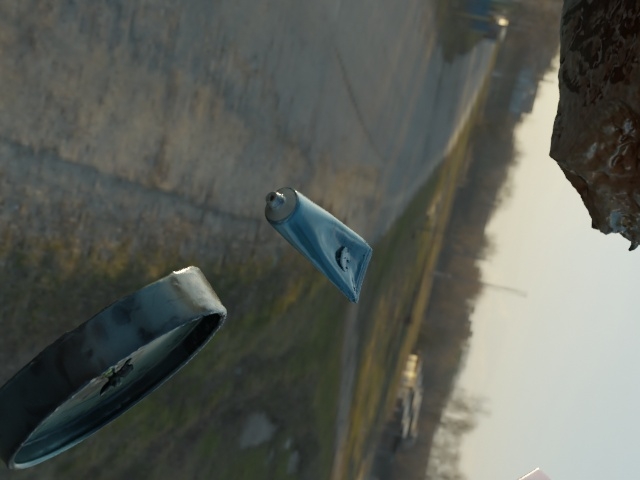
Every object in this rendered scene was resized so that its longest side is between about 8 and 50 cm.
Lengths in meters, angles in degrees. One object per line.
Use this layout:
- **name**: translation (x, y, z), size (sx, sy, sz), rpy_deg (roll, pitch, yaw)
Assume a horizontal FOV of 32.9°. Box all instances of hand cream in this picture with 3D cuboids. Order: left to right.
- **hand cream**: translation (0.000, 0.000, 1.339), size (0.224, 0.048, 0.083), rpy_deg (39, 61, -48)

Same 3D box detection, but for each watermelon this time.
- **watermelon**: translation (0.267, -0.174, 0.741), size (0.302, 0.151, 0.264), rpy_deg (-61, -171, -22)

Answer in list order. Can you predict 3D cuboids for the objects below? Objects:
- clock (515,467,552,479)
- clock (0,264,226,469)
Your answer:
- **clock**: translation (0.280, 0.491, 1.443), size (0.080, 0.290, 0.275), rpy_deg (-14, 153, -47)
- **clock**: translation (-0.257, 0.155, 1.303), size (0.325, 0.067, 0.325), rpy_deg (-37, 171, -7)
